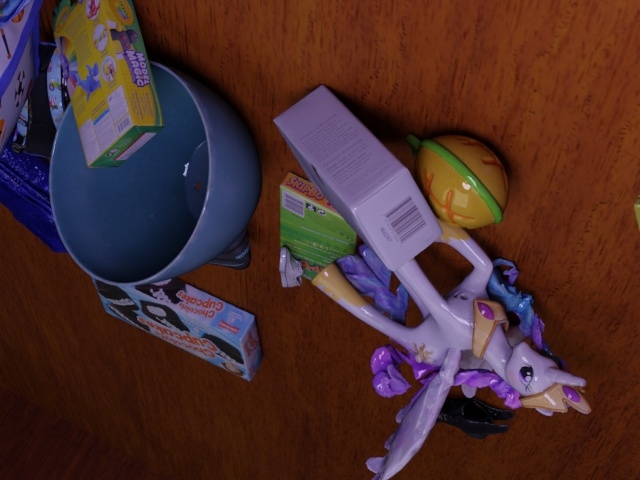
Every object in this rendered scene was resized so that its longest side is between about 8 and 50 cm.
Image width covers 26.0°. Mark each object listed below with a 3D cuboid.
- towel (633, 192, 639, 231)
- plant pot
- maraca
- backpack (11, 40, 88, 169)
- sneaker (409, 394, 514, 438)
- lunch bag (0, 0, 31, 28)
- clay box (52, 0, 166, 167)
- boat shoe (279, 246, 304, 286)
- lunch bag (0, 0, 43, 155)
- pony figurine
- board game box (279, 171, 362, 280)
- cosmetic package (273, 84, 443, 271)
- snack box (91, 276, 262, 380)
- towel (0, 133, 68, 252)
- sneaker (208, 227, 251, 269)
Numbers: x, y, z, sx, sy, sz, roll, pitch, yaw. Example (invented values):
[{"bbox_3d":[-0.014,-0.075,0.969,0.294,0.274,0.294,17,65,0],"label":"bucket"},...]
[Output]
[{"bbox_3d":[0.462,0.006,1.519,0.237,0.021,0.102,16,158,28],"label":"towel"},{"bbox_3d":[-0.190,-0.082,1.842,0.290,0.290,0.195,11,-176,37],"label":"plant pot"},{"bbox_3d":[0.157,-0.073,1.629,0.127,0.099,0.185,52,175,-22],"label":"maraca"},{"bbox_3d":[-0.356,-0.202,1.940,0.158,0.117,0.173,14,119,31],"label":"backpack"},{"bbox_3d":[0.229,0.279,2.275,0.170,0.051,0.089,21,154,10],"label":"sneaker"},{"bbox_3d":[-0.274,-0.347,1.438,0.138,0.221,0.293,33,156,-3],"label":"lunch bag"},{"bbox_3d":[-0.269,-0.217,1.738,0.053,0.222,0.127,-3,160,-39],"label":"clay box"},{"bbox_3d":[-0.042,0.040,2.074,0.035,0.035,0.100,0,147,4],"label":"boat shoe"},{"bbox_3d":[-0.460,-0.243,1.642,0.238,0.328,0.385,11,137,-1],"label":"lunch bag"},{"bbox_3d":[0.163,0.137,1.863,0.363,0.303,0.351,47,147,2],"label":"pony figurine"},{"bbox_3d":[0.000,0.000,2.017,0.124,0.039,0.259,27,153,11],"label":"board game box"},{"bbox_3d":[0.041,-0.077,1.637,0.231,0.085,0.117,48,173,51],"label":"cosmetic package"},{"bbox_3d":[-0.263,0.135,2.548,0.322,0.060,0.187,24,155,15],"label":"snack box"},{"bbox_3d":[-0.523,-0.088,2.401,0.308,0.076,0.227,43,152,-25],"label":"towel"},{"bbox_3d":[-0.225,-0.012,2.176,0.267,0.101,0.106,18,155,28],"label":"sneaker"}]
